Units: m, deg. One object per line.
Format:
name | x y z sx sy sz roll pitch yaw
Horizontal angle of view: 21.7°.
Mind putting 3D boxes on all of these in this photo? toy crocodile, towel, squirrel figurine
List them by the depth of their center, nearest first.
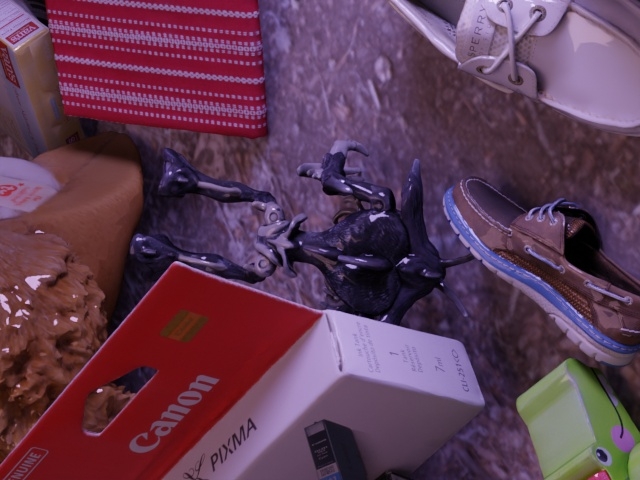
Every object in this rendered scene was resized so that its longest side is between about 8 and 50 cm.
toy crocodile | 0.230 0.241 1.139 0.115 0.105 0.341 -40 70 43
towel | -0.142 -0.219 1.387 0.198 0.031 0.275 8 124 19
squirrel figurine | -0.274 0.136 1.485 0.397 0.281 0.371 -125 35 -56

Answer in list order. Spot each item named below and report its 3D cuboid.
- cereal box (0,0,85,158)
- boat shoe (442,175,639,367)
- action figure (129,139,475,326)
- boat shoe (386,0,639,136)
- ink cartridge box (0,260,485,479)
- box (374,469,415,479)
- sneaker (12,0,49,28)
cereal box | -0.322 -0.182 1.614 0.240 0.047 0.173 38 154 33
boat shoe | 0.168 0.006 1.189 0.183 0.066 0.066 42 122 20
action figure | 0.000 0.000 1.311 0.275 0.141 0.164 13 101 17
boat shoe | 0.130 -0.145 1.163 0.277 0.096 0.098 34 121 37
ink cartridge box | -0.070 0.157 1.240 0.296 0.261 0.066 -47 42 33
box | 0.021 0.297 1.236 0.184 0.045 0.191 -41 40 30
sneaker | -0.273 -0.243 1.591 0.170 0.075 0.063 52 161 -2
